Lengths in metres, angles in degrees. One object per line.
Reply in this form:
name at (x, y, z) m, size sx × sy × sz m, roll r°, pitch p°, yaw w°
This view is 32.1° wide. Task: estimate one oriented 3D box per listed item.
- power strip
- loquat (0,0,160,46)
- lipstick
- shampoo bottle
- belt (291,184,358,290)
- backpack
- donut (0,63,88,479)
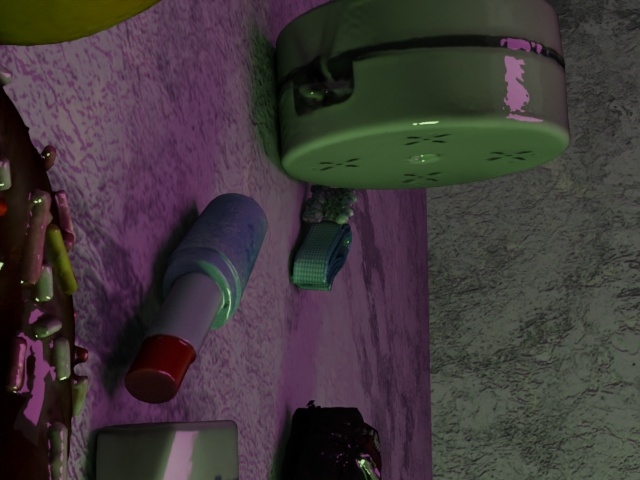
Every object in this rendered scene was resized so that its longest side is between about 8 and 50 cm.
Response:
power strip at (0.109, -0.170, 1.284) m, size 0.357 × 0.358 × 0.161 m, roll 33°, pitch 52°, yaw -76°
loquat at (-0.123, -0.189, 0.465) m, size 0.246 × 0.214 × 0.213 m, roll -19°, pitch 105°, yaw -79°
lipstick at (-0.094, 0.042, 0.852) m, size 0.274 × 0.061 × 0.068 m, roll -72°, pitch 157°, yaw -63°
shampoo bottle at (-0.097, 0.298, 0.712) m, size 0.134 × 0.078 × 0.359 m, roll 19°, pitch 67°, yaw -68°
belt at (0.005, 0.001, 1.370) m, size 0.179 × 0.065 × 0.100 m, roll -65°, pitch 159°, yaw -69°
backpack at (0.013, 0.263, 1.198) m, size 0.165 × 0.106 × 0.120 m, roll -81°, pitch 167°, yaw -60°
donut at (-0.160, 0.044, 0.399) m, size 0.270 × 0.103 × 0.269 m, roll -4°, pitch 90°, yaw -83°
